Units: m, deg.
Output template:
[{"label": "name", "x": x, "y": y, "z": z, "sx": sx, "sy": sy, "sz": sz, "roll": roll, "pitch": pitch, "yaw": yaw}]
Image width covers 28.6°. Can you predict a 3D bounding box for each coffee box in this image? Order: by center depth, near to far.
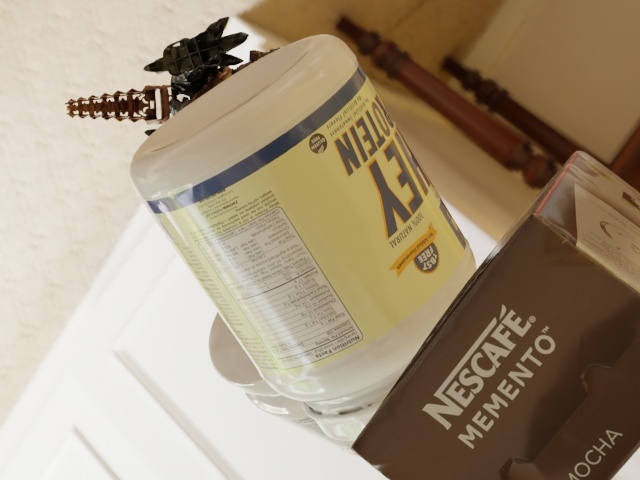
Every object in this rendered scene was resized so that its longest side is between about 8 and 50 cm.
[{"label": "coffee box", "x": 0.142, "y": 0.056, "z": 0.774, "sx": 0.168, "sy": 0.119, "sz": 0.297, "roll": -53, "pitch": 174, "yaw": 17}]

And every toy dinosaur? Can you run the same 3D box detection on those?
[{"label": "toy dinosaur", "x": -0.133, "y": -0.159, "z": 1.509, "sx": 0.322, "sy": 0.164, "sz": 0.218, "roll": -24, "pitch": -175, "yaw": 1}]

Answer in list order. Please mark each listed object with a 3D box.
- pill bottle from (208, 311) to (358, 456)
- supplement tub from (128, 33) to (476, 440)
[{"label": "pill bottle", "x": -0.001, "y": 0.157, "z": 1.552, "sx": 0.160, "sy": 0.160, "sz": 0.283, "roll": -50, "pitch": 138, "yaw": 3}, {"label": "supplement tub", "x": 0.000, "y": 0.000, "z": 1.173, "sx": 0.235, "sy": 0.235, "sz": 0.325, "roll": -38, "pitch": 107, "yaw": -17}]
